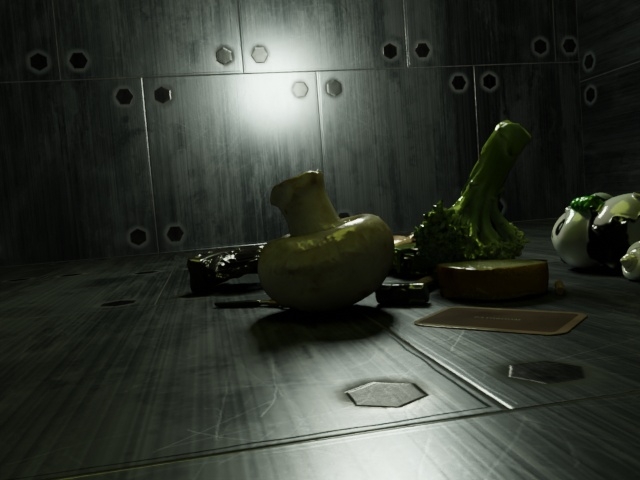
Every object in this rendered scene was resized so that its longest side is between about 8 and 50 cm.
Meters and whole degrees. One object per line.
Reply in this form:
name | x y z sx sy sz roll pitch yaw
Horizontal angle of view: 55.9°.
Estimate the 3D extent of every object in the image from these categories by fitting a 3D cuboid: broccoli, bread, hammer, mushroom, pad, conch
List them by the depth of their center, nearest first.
pad | 0.312 0.137 1.057 0.266 0.002 0.176 -1 5 37
mushroom | 0.000 0.000 1.262 0.298 0.289 0.297 -17 5 2
bread | 0.374 0.082 1.319 0.236 0.069 0.236 -4 3 0
conch | 0.753 0.059 1.347 0.176 0.094 0.104 22 -15 -9
hammer | 0.241 0.104 1.429 0.111 0.043 0.365 -4 1 25
broccoli | 0.431 -0.082 1.562 0.275 0.397 0.353 24 -14 13

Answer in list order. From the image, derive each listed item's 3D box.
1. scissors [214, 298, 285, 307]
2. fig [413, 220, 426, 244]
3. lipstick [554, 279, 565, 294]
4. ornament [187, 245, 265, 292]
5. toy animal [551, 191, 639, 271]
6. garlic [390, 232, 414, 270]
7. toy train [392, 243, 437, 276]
scissors | -0.143 0.144 1.391 0.220 0.017 0.088 -4 6 16
fig | 0.356 0.012 1.949 0.119 0.152 0.119 16 24 -7
lipstick | 0.509 0.099 1.282 0.019 0.018 0.094 -3 4 19
ornament | -0.218 0.065 1.736 0.261 0.106 0.251 -10 6 23
toy animal | 0.722 -0.027 1.533 0.213 0.212 0.267 -7 8 -32
garlic | 0.185 0.046 1.856 0.228 0.110 0.217 -10 11 34
toy train | 0.296 0.044 1.727 0.226 0.090 0.137 -7 12 -35
